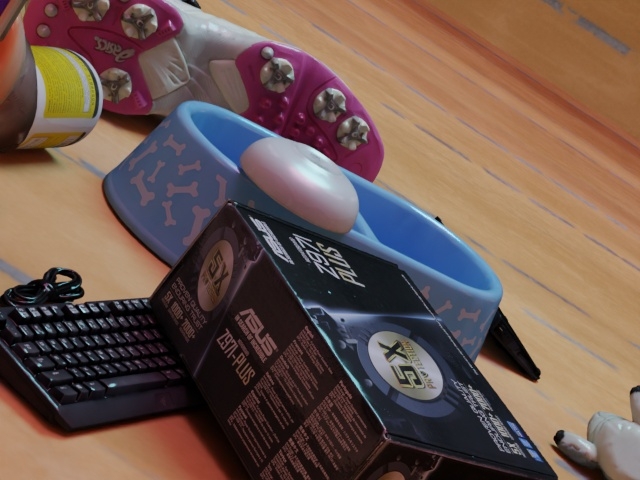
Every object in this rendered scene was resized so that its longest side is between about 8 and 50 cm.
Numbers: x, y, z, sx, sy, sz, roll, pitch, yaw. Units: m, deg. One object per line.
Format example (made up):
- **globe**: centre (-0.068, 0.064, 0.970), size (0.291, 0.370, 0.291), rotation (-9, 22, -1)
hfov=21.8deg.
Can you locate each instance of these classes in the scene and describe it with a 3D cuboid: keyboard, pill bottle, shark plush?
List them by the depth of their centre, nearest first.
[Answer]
- **keyboard**: centre (-0.113, 0.047, 0.842), size (0.108, 0.023, 0.180), rotation (40, 15, 20)
- **pill bottle**: centre (-0.186, -0.088, 1.017), size (0.065, 0.065, 0.116), rotation (38, 15, 13)
- **shark plush**: centre (0.234, 0.167, 1.141), size (0.161, 0.073, 0.067), rotation (42, -14, 43)
- **keyboard**: centre (0.114, 0.042, 1.333), size (0.100, 0.038, 0.192), rotation (53, 5, -27)

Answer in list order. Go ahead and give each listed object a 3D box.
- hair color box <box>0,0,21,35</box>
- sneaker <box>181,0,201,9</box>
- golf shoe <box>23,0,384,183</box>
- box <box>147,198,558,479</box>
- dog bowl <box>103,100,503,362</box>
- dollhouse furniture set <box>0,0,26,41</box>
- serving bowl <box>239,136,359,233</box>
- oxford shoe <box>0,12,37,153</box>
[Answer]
- **hair color box**: centre (-0.153, -0.041, 0.424), size (0.110, 0.339, 0.185), rotation (29, 16, -15)
- **sneaker**: centre (-0.149, -0.219, 1.499), size (0.085, 0.058, 0.152), rotation (26, 21, -8)
- **golf shoe**: centre (-0.087, -0.129, 1.271), size (0.306, 0.115, 0.140), rotation (28, 13, -25)
- **box**: centre (0.016, 0.078, 0.867), size (0.147, 0.077, 0.180), rotation (21, 25, -45)
- **dog bowl**: centre (0.000, 0.000, 1.121), size (0.297, 0.074, 0.166), rotation (26, 17, -29)
- **dollhouse furniture set**: centre (-0.249, -0.146, 0.729), size (0.161, 0.242, 0.212), rotation (38, 15, 16)
- **serving bowl**: centre (-0.008, -0.040, 1.031), size (0.083, 0.027, 0.083), rotation (32, 15, -9)
- **oxford shoe**: centre (-0.314, -0.150, 0.913), size (0.364, 0.130, 0.132), rotation (34, -14, 12)
